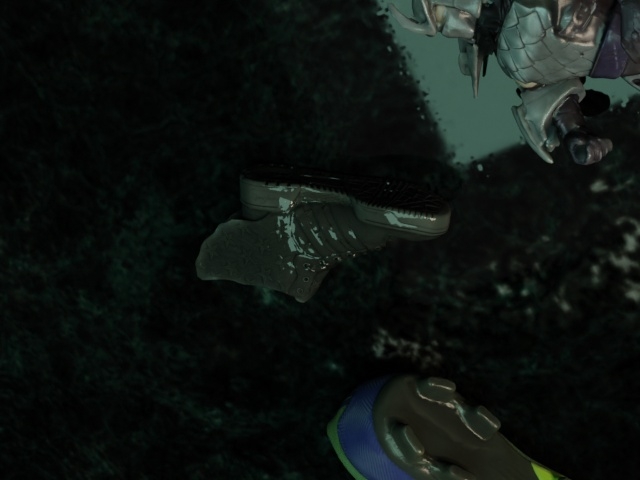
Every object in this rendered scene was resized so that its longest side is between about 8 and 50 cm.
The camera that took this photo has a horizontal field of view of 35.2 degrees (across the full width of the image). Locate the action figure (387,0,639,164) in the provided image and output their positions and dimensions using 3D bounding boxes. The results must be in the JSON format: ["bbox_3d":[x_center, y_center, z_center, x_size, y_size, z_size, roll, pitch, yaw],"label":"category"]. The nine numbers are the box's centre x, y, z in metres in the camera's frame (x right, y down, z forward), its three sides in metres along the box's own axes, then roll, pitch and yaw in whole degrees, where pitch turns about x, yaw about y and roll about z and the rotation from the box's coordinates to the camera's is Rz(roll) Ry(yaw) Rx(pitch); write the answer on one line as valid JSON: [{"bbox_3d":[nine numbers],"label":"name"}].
[{"bbox_3d":[0.174,-0.097,0.519,0.285,0.185,0.099,13,81,7],"label":"action figure"}]

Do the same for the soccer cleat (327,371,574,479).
[{"bbox_3d":[0.125,0.199,0.716,0.289,0.093,0.121,44,147,-11],"label":"soccer cleat"}]

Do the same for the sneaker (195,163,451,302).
[{"bbox_3d":[-0.001,0.001,0.670,0.170,0.051,0.089,11,116,15],"label":"sneaker"}]
